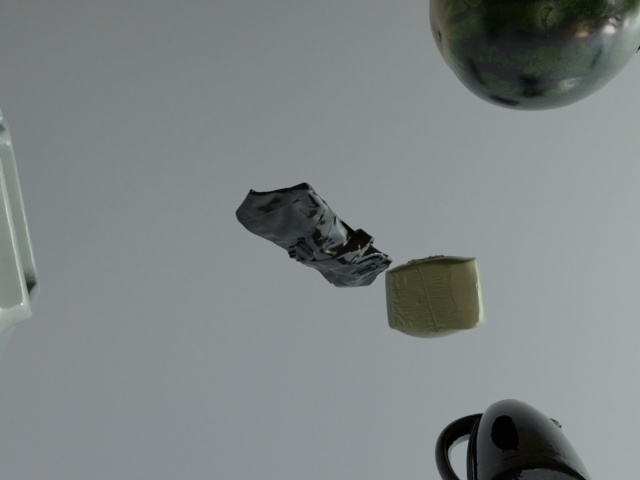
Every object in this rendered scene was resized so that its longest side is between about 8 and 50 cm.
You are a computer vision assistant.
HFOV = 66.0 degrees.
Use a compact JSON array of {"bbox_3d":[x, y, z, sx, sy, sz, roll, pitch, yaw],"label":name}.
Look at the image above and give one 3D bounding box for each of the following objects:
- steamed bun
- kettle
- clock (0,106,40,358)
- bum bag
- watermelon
[{"bbox_3d":[0.287,0.137,1.225,0.250,0.200,0.154,-10,178,39],"label":"steamed bun"},{"bbox_3d":[0.362,0.430,0.971,0.268,0.208,0.290,-10,-165,12],"label":"kettle"},{"bbox_3d":[-0.299,-0.007,0.403,0.116,0.231,0.262,-16,-172,-25],"label":"clock"},{"bbox_3d":[0.000,0.000,0.816,0.137,0.310,0.074,-28,-134,29],"label":"bum bag"},{"bbox_3d":[0.257,-0.290,0.596,0.268,0.269,0.269,0,-134,0],"label":"watermelon"}]
